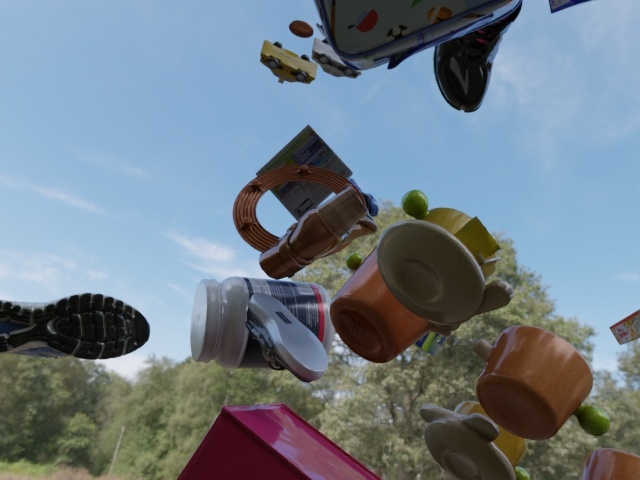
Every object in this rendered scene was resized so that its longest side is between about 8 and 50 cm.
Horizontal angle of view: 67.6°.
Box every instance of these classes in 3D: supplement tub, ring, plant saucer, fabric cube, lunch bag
[{"bbox_3d":[-0.124,0.176,1.020,0.272,0.191,0.191,7,-24,-24],"label":"supplement tub"},{"bbox_3d":[-0.052,-0.086,1.194,0.337,0.336,0.032,7,-42,4],"label":"ring"},{"bbox_3d":[-0.062,-0.690,1.555,0.083,0.013,0.083,11,-10,2],"label":"plant saucer"},{"bbox_3d":[-0.070,0.419,0.693,0.254,0.258,0.259,29,-8,23],"label":"fabric cube"},{"bbox_3d":[0.124,-0.377,0.662,0.303,0.243,0.115,-18,8,14],"label":"lunch bag"}]

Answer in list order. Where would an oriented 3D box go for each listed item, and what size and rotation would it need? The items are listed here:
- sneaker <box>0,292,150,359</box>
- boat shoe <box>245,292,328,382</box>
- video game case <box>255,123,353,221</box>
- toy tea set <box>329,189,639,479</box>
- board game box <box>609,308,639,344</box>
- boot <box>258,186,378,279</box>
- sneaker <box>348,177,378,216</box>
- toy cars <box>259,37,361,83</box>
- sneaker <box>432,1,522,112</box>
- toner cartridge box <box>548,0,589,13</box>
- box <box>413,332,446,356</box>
[{"bbox_3d":[-0.509,0.172,0.953,0.330,0.129,0.147,5,-13,-9],"label":"sneaker"},{"bbox_3d":[-0.068,0.171,0.788,0.080,0.076,0.228,10,18,-39],"label":"boat shoe"},{"bbox_3d":[-0.047,-0.192,1.373,0.193,0.212,0.023,48,5,4],"label":"video game case"},{"bbox_3d":[0.153,0.107,0.410,0.336,0.124,0.200,53,-35,0],"label":"toy tea set"},{"bbox_3d":[0.673,0.145,0.931,0.147,0.045,0.193,-22,-25,4],"label":"board game box"},{"bbox_3d":[0.000,0.000,0.957,0.220,0.109,0.283,-37,-3,6],"label":"boot"},{"bbox_3d":[0.119,-0.153,1.742,0.090,0.232,0.081,-11,-52,-26],"label":"sneaker"},{"bbox_3d":[-0.032,-0.576,1.572,0.394,0.176,0.087,-21,-18,-37],"label":"toy cars"},{"bbox_3d":[0.418,-0.581,1.275,0.185,0.202,0.483,4,-62,2],"label":"sneaker"},{"bbox_3d":[0.687,-0.659,1.105,0.348,0.165,0.075,-19,14,-10],"label":"toner cartridge box"},{"bbox_3d":[0.219,0.187,1.145,0.178,0.109,0.042,26,-9,40],"label":"box"}]
